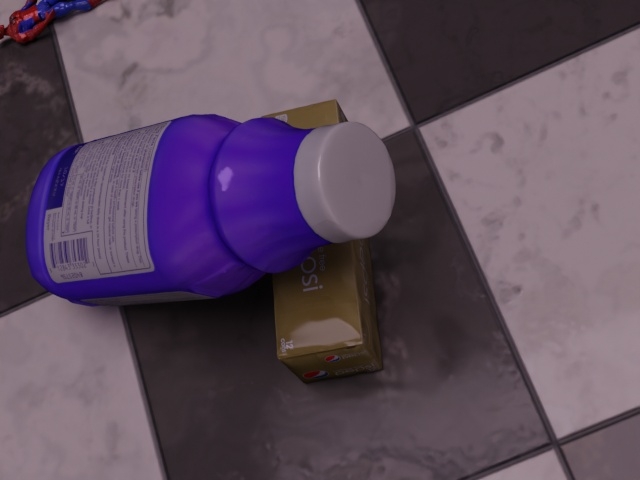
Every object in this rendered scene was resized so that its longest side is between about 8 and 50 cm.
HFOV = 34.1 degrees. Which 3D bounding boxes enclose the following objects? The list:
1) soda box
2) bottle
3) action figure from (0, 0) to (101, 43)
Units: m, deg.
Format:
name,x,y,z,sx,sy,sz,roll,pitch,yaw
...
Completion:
name,x,y,z,sx,sy,sz,roll,pitch,yaw
soda box,0.000,0.000,0.710,0.058,0.061,0.181,-12,65,12
bottle,-0.080,-0.021,0.672,0.283,0.092,0.118,-8,73,43
action figure,-0.233,-0.200,0.894,0.115,0.030,0.038,-26,67,8
